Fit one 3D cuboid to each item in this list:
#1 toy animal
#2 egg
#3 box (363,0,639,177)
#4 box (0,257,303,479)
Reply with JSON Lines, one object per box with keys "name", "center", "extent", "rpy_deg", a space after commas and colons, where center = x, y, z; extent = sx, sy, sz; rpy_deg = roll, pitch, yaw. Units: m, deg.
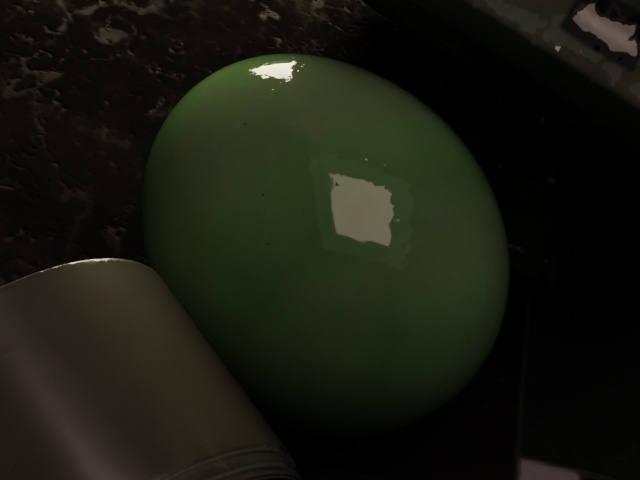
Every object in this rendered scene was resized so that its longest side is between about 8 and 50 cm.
{"name": "toy animal", "center": [0.086, -0.047, 1.150], "extent": [0.236, 0.108, 0.138], "rpy_deg": [17, 31, 9]}
{"name": "egg", "center": [0.000, 0.000, 1.003], "extent": [0.220, 0.220, 0.270], "rpy_deg": [-16, 49, -27]}
{"name": "box", "center": [0.164, -0.149, 1.085], "extent": [0.396, 0.396, 0.111], "rpy_deg": [33, 94, 9]}
{"name": "box", "center": [-0.138, 0.140, 0.849], "extent": [0.226, 0.226, 0.149], "rpy_deg": [-24, 64, -31]}
